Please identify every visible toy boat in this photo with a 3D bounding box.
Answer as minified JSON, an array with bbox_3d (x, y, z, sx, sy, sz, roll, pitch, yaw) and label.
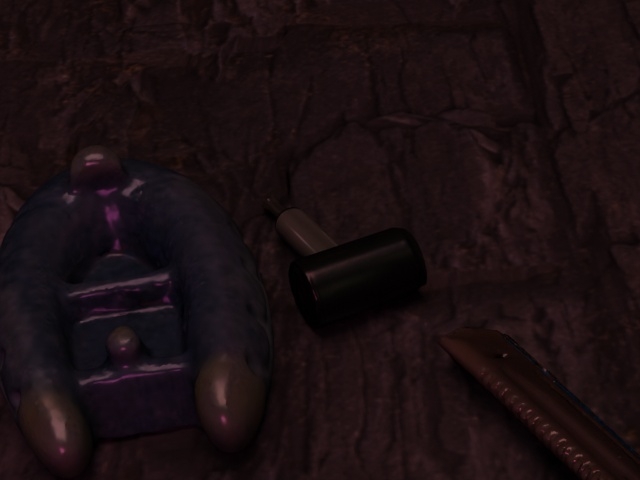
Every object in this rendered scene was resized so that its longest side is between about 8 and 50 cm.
[{"bbox_3d":[-0.150,0.037,1.474,0.215,0.123,0.330,-9,37,-1],"label":"toy boat"}]

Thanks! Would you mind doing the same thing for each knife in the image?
[{"bbox_3d":[0.195,0.152,1.325,0.089,0.043,0.365,10,19,-37],"label":"knife"}]

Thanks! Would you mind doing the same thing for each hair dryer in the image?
[{"bbox_3d":[0.000,0.000,1.565,0.100,0.057,0.197,-19,32,-19],"label":"hair dryer"}]
